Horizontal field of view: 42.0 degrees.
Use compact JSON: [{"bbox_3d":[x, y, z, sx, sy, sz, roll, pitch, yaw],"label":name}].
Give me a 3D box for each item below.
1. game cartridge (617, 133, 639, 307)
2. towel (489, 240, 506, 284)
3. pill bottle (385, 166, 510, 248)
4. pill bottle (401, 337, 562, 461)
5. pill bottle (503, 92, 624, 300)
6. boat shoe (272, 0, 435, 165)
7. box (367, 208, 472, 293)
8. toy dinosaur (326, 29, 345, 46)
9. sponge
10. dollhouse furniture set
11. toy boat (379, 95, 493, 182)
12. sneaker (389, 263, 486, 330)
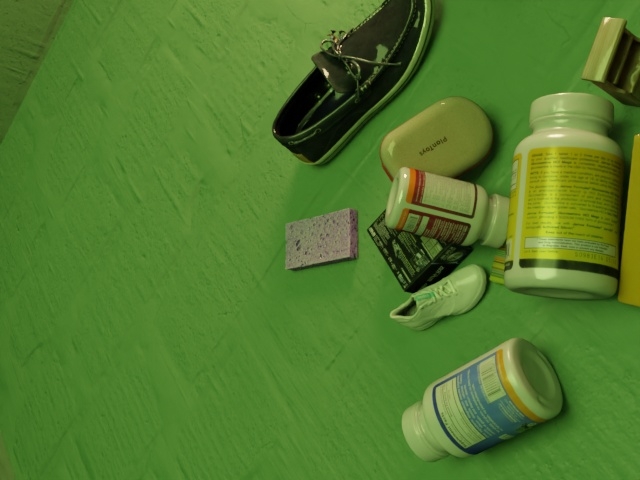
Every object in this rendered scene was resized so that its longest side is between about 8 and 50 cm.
[{"bbox_3d":[0.621,-0.007,1.259,0.323,0.052,0.285,15,110,43],"label":"game cartridge"},{"bbox_3d":[0.396,-0.025,1.571,0.102,0.021,0.237,15,89,40],"label":"towel"},{"bbox_3d":[0.243,-0.058,1.578,0.121,0.221,0.121,-166,90,-85],"label":"pill bottle"},{"bbox_3d":[0.282,0.299,1.502,0.272,0.152,0.152,-38,55,33],"label":"pill bottle"},{"bbox_3d":[0.422,-0.073,1.435,0.188,0.188,0.334,-2,78,45],"label":"pill bottle"},{"bbox_3d":[0.070,-0.380,1.894,0.500,0.156,0.187,-48,49,24],"label":"boat shoe"},{"bbox_3d":[0.200,-0.002,1.715,0.147,0.077,0.180,-49,50,24],"label":"box"},{"bbox_3d":[0.044,-0.473,2.039,0.090,0.047,0.082,-176,89,-78],"label":"toy dinosaur"},{"bbox_3d":[0.000,0.000,1.947,0.210,0.031,0.117,-13,71,43],"label":"sponge"},{"bbox_3d":[0.580,-0.271,1.349,0.242,0.161,0.212,23,95,45],"label":"dollhouse furniture set"},{"bbox_3d":[0.237,-0.188,1.692,0.231,0.151,0.151,-32,88,6],"label":"toy boat"},{"bbox_3d":[0.229,0.114,1.644,0.212,0.094,0.080,-39,53,31],"label":"sneaker"}]
